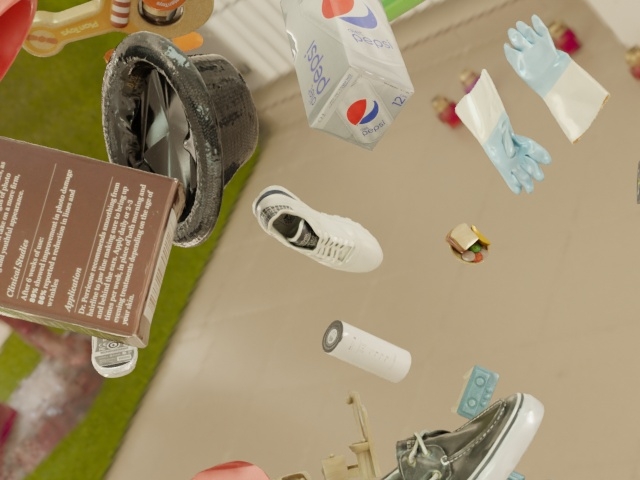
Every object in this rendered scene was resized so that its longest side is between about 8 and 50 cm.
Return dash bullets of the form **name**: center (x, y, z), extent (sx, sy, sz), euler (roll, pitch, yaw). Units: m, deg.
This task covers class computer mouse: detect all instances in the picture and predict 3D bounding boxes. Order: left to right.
- **computer mouse**: center (-0.316, 0.158, 1.847), extent (0.106, 0.042, 0.193), euler (-9, 31, -7)

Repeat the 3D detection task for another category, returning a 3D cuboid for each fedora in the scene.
- **fedora**: center (-0.190, -0.159, 1.800), extent (0.152, 0.334, 0.334), euler (-24, 12, -34)

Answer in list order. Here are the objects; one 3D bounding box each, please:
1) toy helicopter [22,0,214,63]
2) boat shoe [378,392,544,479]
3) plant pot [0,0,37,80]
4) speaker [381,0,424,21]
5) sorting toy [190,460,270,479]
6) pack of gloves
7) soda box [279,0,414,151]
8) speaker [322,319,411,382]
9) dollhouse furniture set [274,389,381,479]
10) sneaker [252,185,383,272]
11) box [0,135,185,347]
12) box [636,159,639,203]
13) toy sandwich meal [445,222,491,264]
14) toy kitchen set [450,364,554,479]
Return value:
- **toy helicopter**: center (-0.354, -0.388, 2.127), extent (0.355, 0.235, 0.140), euler (-14, 50, 10)
- **boat shoe**: center (0.140, 0.301, 1.544), extent (0.335, 0.119, 0.121), euler (-48, 2, 18)
- **plant pot**: center (-0.576, -0.303, 1.700), extent (0.275, 0.243, 0.275), euler (-54, 5, 7)
- **speaker**: center (0.156, -0.463, 2.060), extent (0.296, 0.131, 0.131), euler (-26, 34, 35)
- **sorting toy**: center (-0.058, 0.430, 1.349), extent (0.127, 0.126, 0.365), euler (-22, 55, 1)
- **pack of gloves**: center (0.271, -0.191, 1.666), extent (0.195, 0.046, 0.232), euler (-59, 39, 29)
- **soda box**: center (0.026, -0.240, 1.481), extent (0.098, 0.091, 0.286), euler (-54, 30, 32)
- **speaker**: center (0.072, 0.171, 1.858), extent (0.055, 0.136, 0.055), euler (-41, 35, 38)
- **dollhouse furniture set**: center (0.000, 0.300, 1.783), extent (0.151, 0.123, 0.144), euler (-13, -2, -7)
- **sneaker**: center (0.000, 0.000, 1.918), extent (0.090, 0.235, 0.095), euler (-62, 22, 12)
- **box**: center (-0.364, -0.012, 1.392), extent (0.143, 0.381, 0.191), euler (110, 174, -79)
- **box**: center (0.490, -0.074, 1.377), extent (0.183, 0.232, 0.059), euler (58, -143, -80)
- **toy sandwich meal**: center (0.273, 0.005, 2.221), extent (0.029, 0.085, 0.085), euler (108, -176, -57)
- **toy kitchen set**: center (0.296, 0.303, 1.826), extent (0.122, 0.207, 0.166), euler (126, 169, -75)
